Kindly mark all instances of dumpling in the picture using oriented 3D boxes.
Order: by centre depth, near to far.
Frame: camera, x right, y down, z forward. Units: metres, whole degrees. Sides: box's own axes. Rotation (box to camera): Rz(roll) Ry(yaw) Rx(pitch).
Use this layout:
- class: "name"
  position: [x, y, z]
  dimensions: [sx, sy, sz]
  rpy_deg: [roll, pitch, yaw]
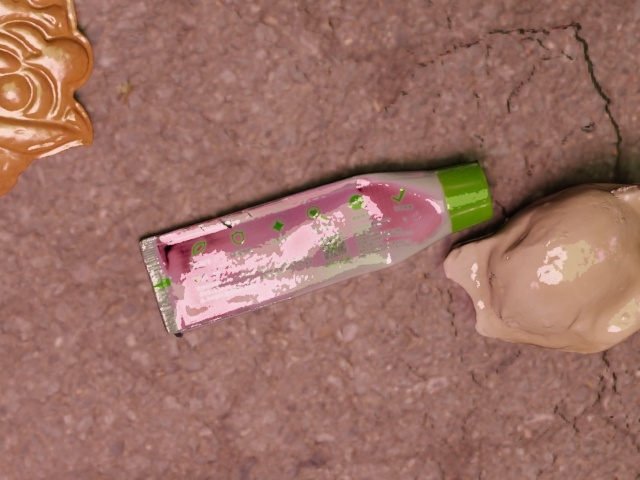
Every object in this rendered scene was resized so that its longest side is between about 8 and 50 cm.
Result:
- class: "dumpling"
  position: [0.202, 0.025, 1.299]
  dimensions: [0.199, 0.118, 0.136]
  rpy_deg: [-13, 106, 11]

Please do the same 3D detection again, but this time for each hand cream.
- class: "hand cream"
  position: [0.000, 0.000, 1.279]
  dimensions: [0.275, 0.050, 0.079]
  rpy_deg: [-17, 82, -4]

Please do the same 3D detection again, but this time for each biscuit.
- class: "biscuit"
  position: [-0.239, -0.131, 1.189]
  dimensions: [0.162, 0.035, 0.250]
  rpy_deg: [7, 100, -20]
